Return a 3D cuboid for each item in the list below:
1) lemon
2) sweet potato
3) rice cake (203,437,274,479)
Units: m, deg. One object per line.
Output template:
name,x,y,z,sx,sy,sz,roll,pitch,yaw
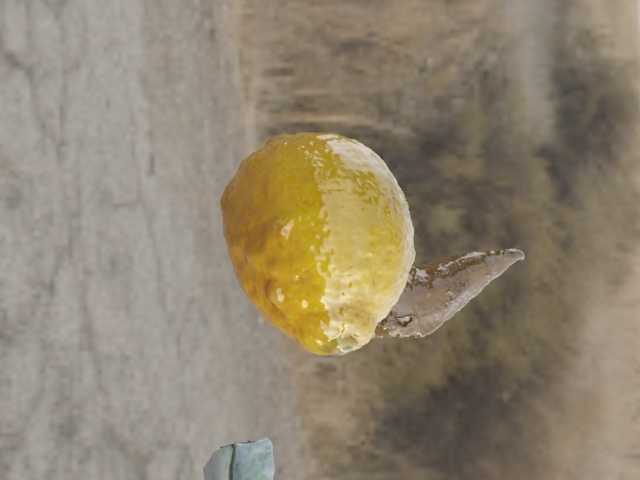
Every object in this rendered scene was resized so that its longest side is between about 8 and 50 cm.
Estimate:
lemon,0.000,0.000,1.113,0.142,0.142,0.187,76,0,-63
sweet potato,0.095,0.050,1.348,0.068,0.206,0.060,59,-18,19
rice cake,-0.043,0.216,0.820,0.043,0.034,0.211,-26,-119,57
